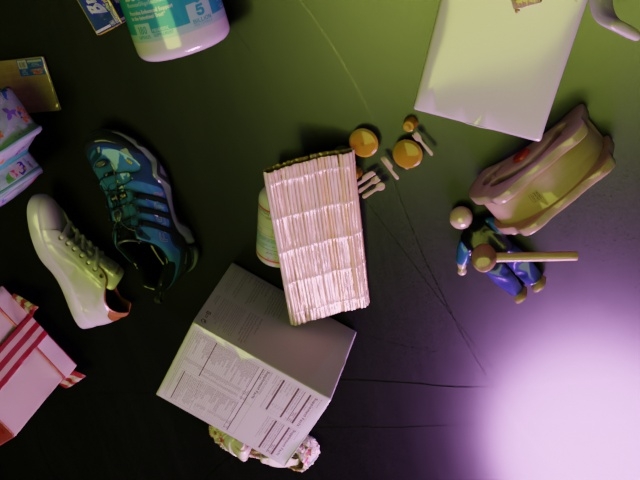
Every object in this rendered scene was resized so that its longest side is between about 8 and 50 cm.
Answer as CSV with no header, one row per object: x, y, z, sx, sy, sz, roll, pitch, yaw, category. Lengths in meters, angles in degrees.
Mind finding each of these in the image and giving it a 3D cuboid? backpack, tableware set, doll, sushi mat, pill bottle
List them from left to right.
-0.582,-0.140,1.404,0.253,0.225,0.191,-25,106,46,backpack
-0.236,-0.405,1.218,0.146,0.146,0.264,-7,117,20,pill bottle
-0.062,-0.042,1.408,0.087,0.087,0.160,12,121,10,pill bottle
0.000,0.000,1.392,0.151,0.019,0.317,-15,125,-11,sushi mat
0.096,-0.142,1.343,0.154,0.024,0.104,-33,102,31,tableware set
0.275,0.020,1.365,0.129,0.046,0.189,-37,104,29,doll

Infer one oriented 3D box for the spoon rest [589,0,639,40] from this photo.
0.404,-0.391,1.035,0.137,0.084,0.276,14,104,-32,spoon rest

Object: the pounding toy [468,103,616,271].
0.329,-0.058,1.256,0.269,0.154,0.155,-41,102,12,pounding toy

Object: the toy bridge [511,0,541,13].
0.206,-0.354,0.974,0.063,0.026,0.188,-9,115,24,toy bridge

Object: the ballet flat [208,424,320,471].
-0.121,0.410,1.692,0.240,0.077,0.091,6,121,14,ballet flat

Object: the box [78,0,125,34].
-0.355,-0.410,1.302,0.054,0.059,0.169,-18,112,27,box

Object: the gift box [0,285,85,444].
-0.645,0.263,1.658,0.276,0.258,0.255,-26,109,27,gift box

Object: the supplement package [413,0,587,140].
0.248,-0.311,1.106,0.177,0.175,0.293,16,122,6,supplement package

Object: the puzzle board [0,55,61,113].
-0.519,-0.267,1.463,0.128,0.011,0.096,-2,117,17,puzzle board

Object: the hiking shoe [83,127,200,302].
-0.314,-0.051,1.452,0.113,0.132,0.304,-21,111,26,hiking shoe

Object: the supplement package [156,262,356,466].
-0.111,0.218,1.505,0.262,0.199,0.198,29,123,-1,supplement package

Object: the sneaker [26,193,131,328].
-0.436,0.030,1.565,0.123,0.106,0.290,-11,123,12,sneaker
